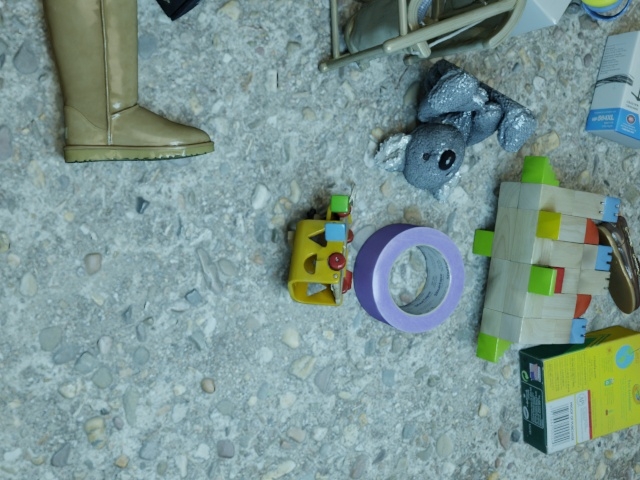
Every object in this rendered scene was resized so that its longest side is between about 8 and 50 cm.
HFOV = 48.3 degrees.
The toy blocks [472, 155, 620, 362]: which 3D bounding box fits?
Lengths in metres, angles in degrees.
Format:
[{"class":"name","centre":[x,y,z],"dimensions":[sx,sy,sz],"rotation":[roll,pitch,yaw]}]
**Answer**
[{"class":"toy blocks","centre":[0.450,0.047,1.369],"dimensions":[0.260,0.190,0.382],"rotation":[6,93,-35]}]

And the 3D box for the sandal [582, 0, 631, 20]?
[{"class":"sandal","centre":[0.570,-0.555,1.380],"dimensions":[0.318,0.126,0.138],"rotation":[-65,151,-12]}]

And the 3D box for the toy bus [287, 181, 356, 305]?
[{"class":"toy bus","centre":[-0.002,0.007,1.189],"dimensions":[0.104,0.202,0.191],"rotation":[3,104,7]}]

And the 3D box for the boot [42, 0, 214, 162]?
[{"class":"boot","centre":[-0.277,-0.253,1.055],"dimensions":[0.236,0.089,0.270],"rotation":[-5,97,-23]}]

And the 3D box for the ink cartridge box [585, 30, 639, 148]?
[{"class":"ink cartridge box","centre":[0.638,-0.300,1.440],"dimensions":[0.148,0.086,0.203],"rotation":[13,92,-24]}]

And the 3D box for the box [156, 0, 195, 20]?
[{"class":"box","centre":[-0.247,-0.496,0.914],"dimensions":[0.097,0.318,0.395],"rotation":[-39,110,-15]}]

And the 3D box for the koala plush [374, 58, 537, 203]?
[{"class":"koala plush","centre":[0.218,-0.181,1.247],"dimensions":[0.196,0.203,0.221],"rotation":[24,108,-21]}]

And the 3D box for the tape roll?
[{"class":"tape roll","centre":[0.159,0.066,1.282],"dimensions":[0.188,0.080,0.189],"rotation":[-2,96,-22]}]

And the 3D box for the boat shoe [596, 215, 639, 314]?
[{"class":"boat shoe","centre":[0.632,0.050,1.485],"dimensions":[0.073,0.073,0.207],"rotation":[-25,106,-17]}]

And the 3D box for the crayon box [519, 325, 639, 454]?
[{"class":"crayon box","centre":[0.566,0.300,1.482],"dimensions":[0.318,0.081,0.202],"rotation":[-9,100,-21]}]

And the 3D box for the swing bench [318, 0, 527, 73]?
[{"class":"swing bench","centre":[0.155,-0.363,1.136],"dimensions":[0.254,0.253,0.165],"rotation":[-6,99,-22]}]

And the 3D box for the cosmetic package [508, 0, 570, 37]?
[{"class":"cosmetic package","centre":[0.289,-0.547,1.226],"dimensions":[0.365,0.155,0.197],"rotation":[35,80,-21]}]
